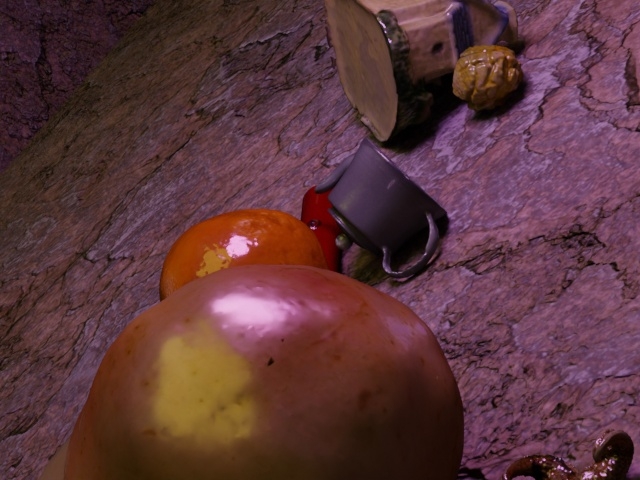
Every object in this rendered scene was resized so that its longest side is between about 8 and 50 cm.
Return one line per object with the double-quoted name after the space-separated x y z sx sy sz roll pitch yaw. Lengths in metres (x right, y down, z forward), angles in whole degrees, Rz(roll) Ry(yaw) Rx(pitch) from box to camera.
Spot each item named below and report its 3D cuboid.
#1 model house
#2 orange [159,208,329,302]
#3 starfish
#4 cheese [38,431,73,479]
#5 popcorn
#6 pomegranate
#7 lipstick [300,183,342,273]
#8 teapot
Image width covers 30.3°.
0.180 -0.341 2.040 0.266 0.261 0.321 -21 31 -12 "model house"
-0.099 0.087 1.605 0.261 0.261 0.261 -31 25 17 "orange"
0.212 0.249 1.107 0.190 0.074 0.146 -23 28 32 "starfish"
-0.265 0.317 1.615 0.260 0.128 0.316 15 64 52 "cheese"
0.267 -0.258 1.882 0.120 0.116 0.106 -134 53 -68 "popcorn"
-0.038 0.223 1.174 0.411 0.411 0.411 -31 25 17 "pomegranate"
-0.001 0.001 1.843 0.073 0.073 0.279 -31 25 19 "lipstick"
0.081 -0.038 1.718 0.149 0.162 0.239 -46 53 5 "teapot"
